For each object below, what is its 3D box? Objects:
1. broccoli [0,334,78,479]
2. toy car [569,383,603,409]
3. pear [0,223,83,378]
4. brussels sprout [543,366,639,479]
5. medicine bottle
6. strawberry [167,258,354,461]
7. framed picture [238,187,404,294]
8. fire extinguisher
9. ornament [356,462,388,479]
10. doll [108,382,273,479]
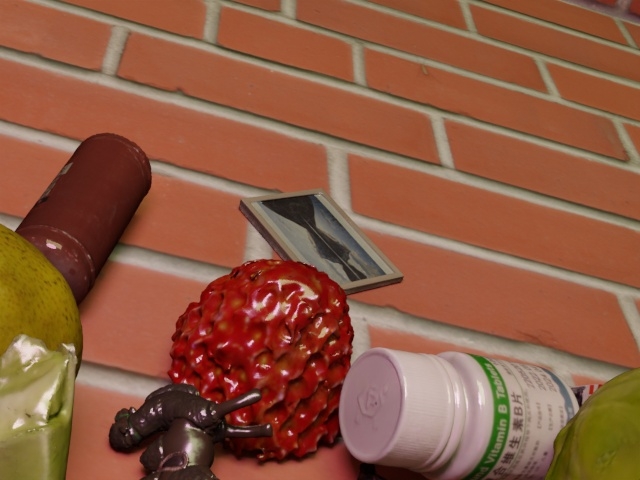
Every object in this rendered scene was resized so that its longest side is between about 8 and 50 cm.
[{"bbox_3d":[-0.229,0.258,0.639,0.186,0.302,0.254,-11,49,-41],"label":"broccoli"},{"bbox_3d":[0.326,0.221,1.151,0.209,0.108,0.089,25,34,6],"label":"toy car"},{"bbox_3d":[-0.348,0.092,0.834,0.294,0.294,0.294,14,35,-10],"label":"pear"},{"bbox_3d":[0.378,0.279,0.963,0.344,0.344,0.268,38,1,24],"label":"brussels sprout"},{"bbox_3d":[0.146,0.184,1.045,0.236,0.139,0.139,15,32,-31],"label":"medicine bottle"},{"bbox_3d":[-0.042,0.097,1.073,0.233,0.178,0.234,20,32,-13],"label":"strawberry"},{"bbox_3d":[0.000,0.000,1.364,0.150,0.015,0.203,-10,45,-38],"label":"framed picture"},{"bbox_3d":[-0.308,-0.001,1.135,0.147,0.107,0.337,-1,32,12],"label":"fire extinguisher"},{"bbox_3d":[0.050,0.289,0.947,0.166,0.153,0.196,17,11,-7],"label":"ornament"},{"bbox_3d":[-0.129,0.202,0.964,0.165,0.057,0.139,0,59,12],"label":"doll"}]
